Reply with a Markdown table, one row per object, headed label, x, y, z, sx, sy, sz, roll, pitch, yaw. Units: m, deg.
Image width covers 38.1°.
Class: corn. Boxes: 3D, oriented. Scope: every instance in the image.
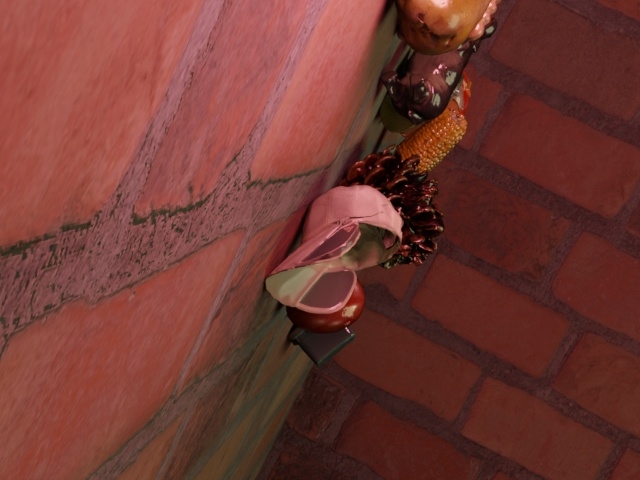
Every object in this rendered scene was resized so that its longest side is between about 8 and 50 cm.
| label | x | y | z | sx | sy | sz | roll | pitch | yaw |
| --- | --- | --- | --- | --- | --- | --- | --- | --- | --- |
| corn | 0.222 | -0.195 | 2.218 | 0.318 | 0.115 | 0.115 | -39 | -173 | 31 |

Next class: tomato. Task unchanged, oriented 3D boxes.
| label | x | y | z | sx | sy | sz | roll | pitch | yaw |
| --- | --- | --- | --- | --- | --- | --- | --- | --- | --- |
| tomato | 0.002 | 0.122 | 1.969 | 0.167 | 0.167 | 0.167 | -61 | 173 | -12 |

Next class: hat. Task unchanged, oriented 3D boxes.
| label | x | y | z | sx | sy | sz | roll | pitch | yaw |
| --- | --- | --- | --- | --- | --- | --- | --- | --- | --- |
| hat | 0.016 | 0.010 | 1.659 | 0.275 | 0.161 | 0.232 | -36 | 153 | -17 |

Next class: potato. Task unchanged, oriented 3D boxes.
| label | x | y | z | sx | sy | sz | roll | pitch | yaw |
| --- | --- | --- | --- | --- | --- | --- | --- | --- | --- |
| potato | 0.189 | -0.380 | 1.405 | 0.200 | 0.137 | 0.154 | -59 | 173 | -25 |

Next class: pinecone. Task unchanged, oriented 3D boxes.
| label | x | y | z | sx | sy | sz | roll | pitch | yaw |
| --- | --- | --- | --- | --- | --- | --- | --- | --- | --- |
| pinecone | 0.142 | -0.057 | 1.935 | 0.243 | 0.243 | 0.257 | 74 | 3 | -81 |

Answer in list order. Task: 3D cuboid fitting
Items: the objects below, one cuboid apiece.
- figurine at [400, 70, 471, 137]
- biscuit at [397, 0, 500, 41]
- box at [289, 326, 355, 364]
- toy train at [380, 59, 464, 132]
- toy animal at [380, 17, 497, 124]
| label | x | y | z | sx | sy | sz | roll | pitch | yaw |
| --- | --- | --- | --- | --- | --- | --- | --- | --- | --- |
| figurine | 0.288 | -0.329 | 2.340 | 0.257 | 0.181 | 0.208 | -54 | 132 | -60 |
| biscuit | 0.261 | -0.477 | 1.568 | 0.217 | 0.044 | 0.325 | 18 | -102 | 58 |
| box | 0.006 | 0.252 | 2.518 | 0.162 | 0.130 | 0.227 | -38 | 170 | -6 |
| toy train | 0.223 | -0.308 | 2.020 | 0.189 | 0.126 | 0.307 | -64 | 174 | 14 |
| toy animal | 0.246 | -0.375 | 1.803 | 0.343 | 0.106 | 0.168 | -52 | 143 | -28 |
